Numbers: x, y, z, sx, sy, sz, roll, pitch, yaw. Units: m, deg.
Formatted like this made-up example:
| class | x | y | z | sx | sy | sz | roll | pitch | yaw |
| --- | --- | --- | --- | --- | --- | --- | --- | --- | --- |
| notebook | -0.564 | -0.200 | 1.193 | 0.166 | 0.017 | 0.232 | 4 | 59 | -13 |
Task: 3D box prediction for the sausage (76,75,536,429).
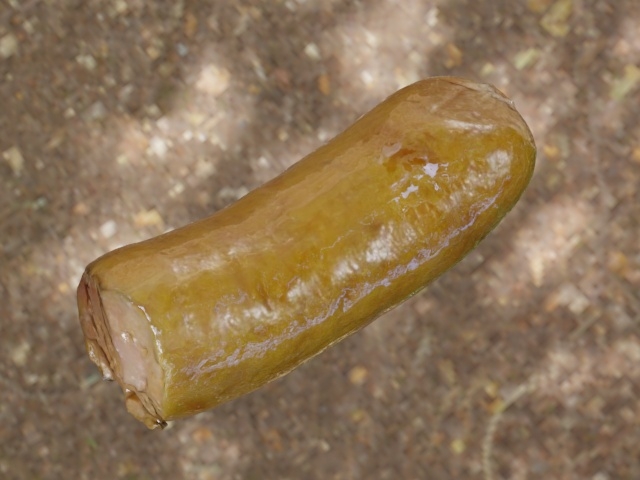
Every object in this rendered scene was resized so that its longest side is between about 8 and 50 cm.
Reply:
| class | x | y | z | sx | sy | sz | roll | pitch | yaw |
| --- | --- | --- | --- | --- | --- | --- | --- | --- | --- |
| sausage | 0.001 | 0.001 | 0.887 | 0.270 | 0.109 | 0.109 | -32 | 140 | -23 |
